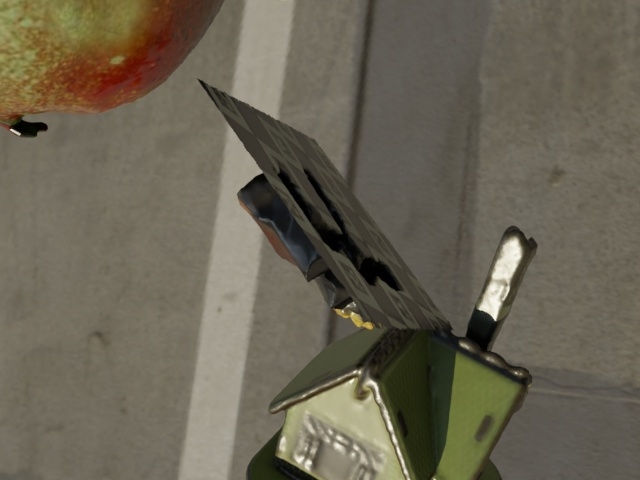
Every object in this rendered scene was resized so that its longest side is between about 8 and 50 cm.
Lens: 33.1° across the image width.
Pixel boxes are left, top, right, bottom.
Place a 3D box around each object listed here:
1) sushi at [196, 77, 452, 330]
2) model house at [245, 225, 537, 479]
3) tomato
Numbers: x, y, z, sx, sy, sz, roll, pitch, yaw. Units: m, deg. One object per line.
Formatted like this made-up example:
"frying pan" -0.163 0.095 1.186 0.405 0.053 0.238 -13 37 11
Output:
"sushi" 0.000 0.000 0.733 0.043 0.279 0.192 -38 79 10
"model house" 0.085 0.122 0.925 0.205 0.218 0.279 29 125 15
"tomato" -0.206 -0.231 0.722 0.239 0.303 0.303 -58 44 39
